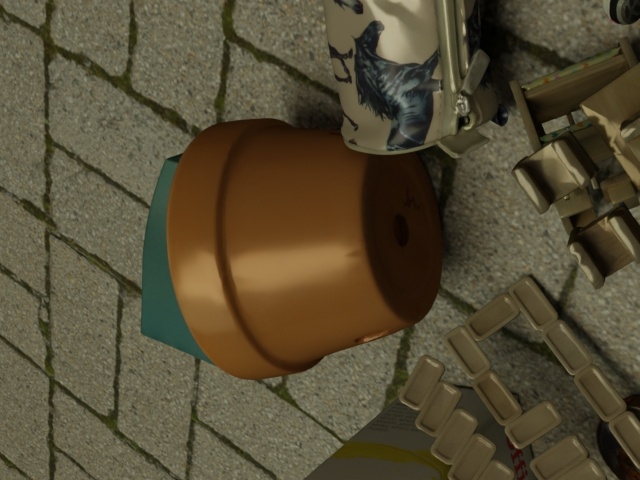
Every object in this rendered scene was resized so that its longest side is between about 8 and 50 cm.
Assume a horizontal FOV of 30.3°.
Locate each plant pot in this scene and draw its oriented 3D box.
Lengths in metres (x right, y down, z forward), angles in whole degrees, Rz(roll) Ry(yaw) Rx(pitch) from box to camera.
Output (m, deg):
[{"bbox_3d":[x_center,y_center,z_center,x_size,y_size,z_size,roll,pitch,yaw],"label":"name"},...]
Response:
[{"bbox_3d":[0.000,0.000,1.270,0.203,0.291,0.291,-7,109,30],"label":"plant pot"},{"bbox_3d":[-0.114,0.006,1.462,0.165,0.166,0.234,18,118,36],"label":"plant pot"}]

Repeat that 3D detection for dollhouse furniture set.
[{"bbox_3d":[0.316,-0.038,0.973,0.212,0.161,0.242,-35,91,19],"label":"dollhouse furniture set"},{"bbox_3d":[0.286,-0.107,1.086,0.182,0.161,0.101,-20,60,12],"label":"dollhouse furniture set"}]

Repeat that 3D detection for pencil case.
[{"bbox_3d":[0.075,-0.283,1.087,0.183,0.160,0.410,19,127,47],"label":"pencil case"}]

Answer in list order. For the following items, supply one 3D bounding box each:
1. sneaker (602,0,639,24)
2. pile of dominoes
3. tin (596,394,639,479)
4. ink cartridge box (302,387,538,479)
[{"bbox_3d":[0.298,-0.236,0.973,0.075,0.063,0.170,48,134,20],"label":"sneaker"},{"bbox_3d":[0.213,0.193,1.239,0.251,0.196,0.040,56,-177,20],"label":"pile of dominoes"},{"bbox_3d":[0.369,0.244,1.224,0.190,0.040,0.106,51,143,8],"label":"tin"},{"bbox_3d":[0.093,0.370,1.310,0.160,0.384,0.279,0,114,41],"label":"ink cartridge box"}]
